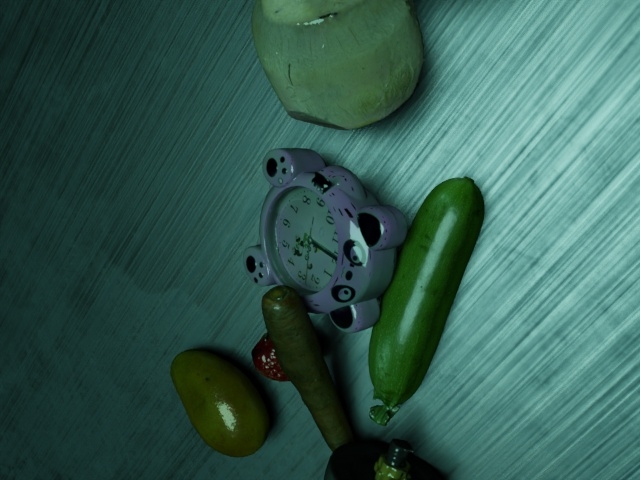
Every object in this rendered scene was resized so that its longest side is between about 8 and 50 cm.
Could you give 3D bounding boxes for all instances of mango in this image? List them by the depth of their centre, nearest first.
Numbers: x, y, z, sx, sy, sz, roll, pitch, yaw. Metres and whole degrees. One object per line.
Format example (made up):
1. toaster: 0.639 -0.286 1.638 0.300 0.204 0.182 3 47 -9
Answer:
1. mango: -0.178 0.271 0.904 0.227 0.099 0.136 40 115 25

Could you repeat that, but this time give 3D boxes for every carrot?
1. carrot: -0.011 0.213 0.786 0.070 0.070 0.342 -8 118 24

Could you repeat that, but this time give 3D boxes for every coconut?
1. coconut: 0.029 -0.264 0.710 0.227 0.230 0.227 -7 63 14

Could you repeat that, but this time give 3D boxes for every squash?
1. squash: 0.138 0.090 0.748 0.101 0.101 0.379 20 104 21

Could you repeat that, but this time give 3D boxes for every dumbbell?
1. dumbbell: 0.065 0.465 0.765 0.185 0.185 0.389 19 102 21

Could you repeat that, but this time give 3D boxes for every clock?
1. clock: 0.000 0.000 0.766 0.247 0.090 0.228 33 119 37

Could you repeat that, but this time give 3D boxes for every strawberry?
1. strawberry: -0.056 0.183 0.841 0.106 0.106 0.106 2 95 23
